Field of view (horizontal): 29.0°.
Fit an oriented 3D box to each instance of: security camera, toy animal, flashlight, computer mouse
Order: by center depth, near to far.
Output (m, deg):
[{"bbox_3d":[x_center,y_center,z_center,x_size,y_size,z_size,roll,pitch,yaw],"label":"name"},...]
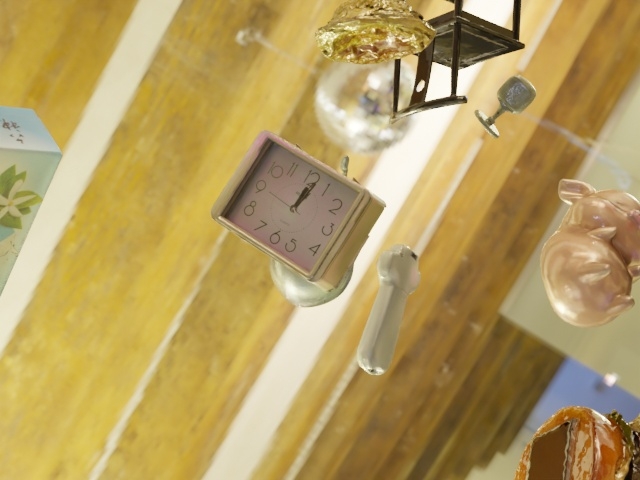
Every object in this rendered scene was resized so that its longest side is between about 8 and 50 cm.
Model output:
[{"bbox_3d":[0.407,0.023,1.830,0.154,0.166,0.250,-17,26,39],"label":"toy animal"},{"bbox_3d":[0.097,0.103,1.832,0.093,0.047,0.200,40,-119,-48],"label":"flashlight"},{"bbox_3d":[0.278,-0.201,1.835,0.092,0.058,0.058,-40,-14,14],"label":"security camera"},{"bbox_3d":[0.000,0.000,2.306,0.090,0.167,0.379,-78,3,-50],"label":"computer mouse"}]

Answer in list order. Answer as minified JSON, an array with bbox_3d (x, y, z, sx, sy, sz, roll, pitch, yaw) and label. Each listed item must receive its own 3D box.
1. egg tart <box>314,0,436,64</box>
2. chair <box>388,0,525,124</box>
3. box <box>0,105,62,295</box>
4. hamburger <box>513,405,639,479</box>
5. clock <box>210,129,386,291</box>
[{"bbox_3d":[0.057,-0.222,1.292,0.130,0.130,0.052,30,-125,-72],"label":"egg tart"},{"bbox_3d":[0.192,-0.289,1.760,0.141,0.154,0.260,13,-105,-34],"label":"chair"},{"bbox_3d":[-0.368,-0.023,1.223,0.142,0.083,0.232,1,-53,-44],"label":"box"},{"bbox_3d":[0.424,0.390,1.837,0.291,0.225,0.291,-161,90,-80],"label":"hamburger"},{"bbox_3d":[-0.030,-0.042,1.634,0.147,0.192,0.071,-57,-24,0],"label":"clock"}]
